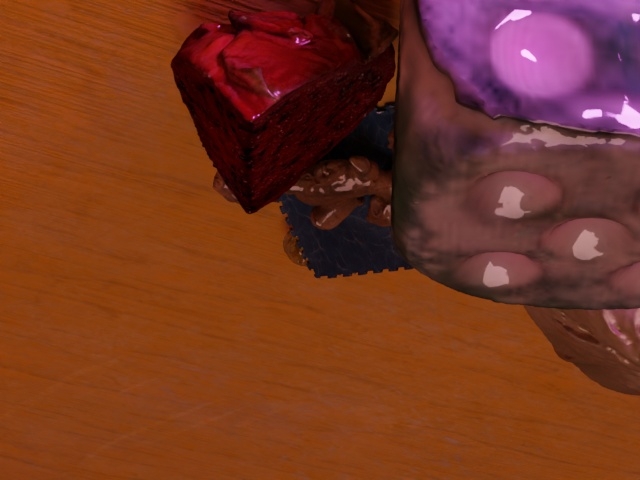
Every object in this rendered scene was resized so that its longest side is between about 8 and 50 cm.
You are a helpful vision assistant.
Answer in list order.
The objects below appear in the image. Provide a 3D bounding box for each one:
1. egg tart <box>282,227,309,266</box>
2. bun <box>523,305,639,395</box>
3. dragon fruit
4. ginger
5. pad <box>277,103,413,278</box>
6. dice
[{"bbox_3d":[0.000,0.000,1.855,0.105,0.039,0.105,3,149,2],"label":"egg tart"},{"bbox_3d":[0.411,0.070,1.748,0.361,0.213,0.361,1,148,1],"label":"bun"},{"bbox_3d":[-0.039,-0.175,1.496,0.205,0.152,0.317,-35,168,-13],"label":"dragon fruit"},{"bbox_3d":[0.008,-0.059,1.688,0.259,0.065,0.149,-9,136,17],"label":"ginger"},{"bbox_3d":[0.074,-0.056,1.730,0.269,0.012,0.269,-8,135,20],"label":"pad"},{"bbox_3d":[0.229,-0.149,1.283,0.331,0.327,0.348,2,153,4],"label":"dice"}]
